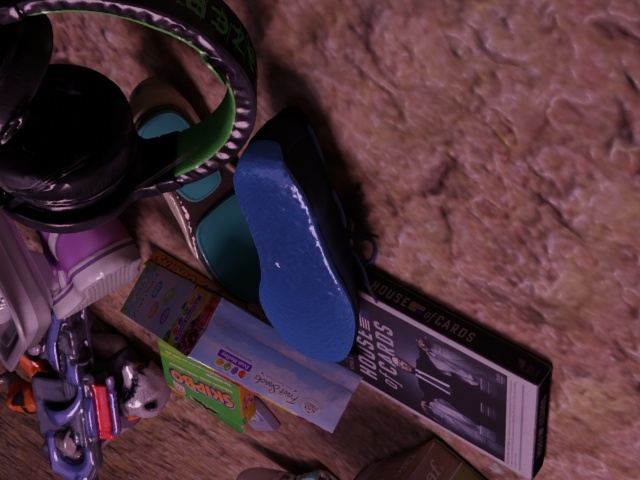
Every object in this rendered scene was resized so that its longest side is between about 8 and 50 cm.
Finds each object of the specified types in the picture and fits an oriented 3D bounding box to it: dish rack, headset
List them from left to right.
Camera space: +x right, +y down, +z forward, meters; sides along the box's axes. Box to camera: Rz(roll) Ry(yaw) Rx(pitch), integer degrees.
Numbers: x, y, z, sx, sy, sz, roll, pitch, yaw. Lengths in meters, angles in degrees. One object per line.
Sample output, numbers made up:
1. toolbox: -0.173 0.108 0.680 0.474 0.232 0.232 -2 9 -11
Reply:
1. dish rack: -0.389 -0.023 1.580 0.332 0.072 0.285 63 159 4
2. headset: -0.239 -0.080 1.071 0.394 0.185 0.243 -13 145 22

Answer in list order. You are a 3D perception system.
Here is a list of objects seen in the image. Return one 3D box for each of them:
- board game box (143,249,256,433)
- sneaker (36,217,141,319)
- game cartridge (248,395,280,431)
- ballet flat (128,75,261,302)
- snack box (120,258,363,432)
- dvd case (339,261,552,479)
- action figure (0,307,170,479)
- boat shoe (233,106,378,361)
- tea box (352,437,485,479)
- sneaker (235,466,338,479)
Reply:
1. board game box: -0.136 0.124 1.614 0.124 0.039 0.259 30 147 21
2. sneaker: -0.277 -0.011 1.562 0.161 0.102 0.282 57 158 3
3. game cartridge: -0.088 0.204 1.720 0.083 0.017 0.056 48 150 -16
4. ballet flat: -0.107 -0.048 1.278 0.086 0.086 0.248 16 144 41
5. snack box: -0.082 0.101 1.375 0.174 0.070 0.207 32 176 -26
6. dvd case: 0.102 0.115 1.295 0.239 0.029 0.179 28 152 24
7. action figure: -0.335 0.139 1.857 0.330 0.178 0.341 19 121 26
8. boat shoe: 0.000 0.000 1.186 0.109 0.089 0.258 12 140 16
9. tea box: 0.107 0.444 1.475 0.323 0.329 0.220 43 155 -3
10. sneaker: -0.016 0.317 1.756 0.212 0.080 0.094 18 136 27
